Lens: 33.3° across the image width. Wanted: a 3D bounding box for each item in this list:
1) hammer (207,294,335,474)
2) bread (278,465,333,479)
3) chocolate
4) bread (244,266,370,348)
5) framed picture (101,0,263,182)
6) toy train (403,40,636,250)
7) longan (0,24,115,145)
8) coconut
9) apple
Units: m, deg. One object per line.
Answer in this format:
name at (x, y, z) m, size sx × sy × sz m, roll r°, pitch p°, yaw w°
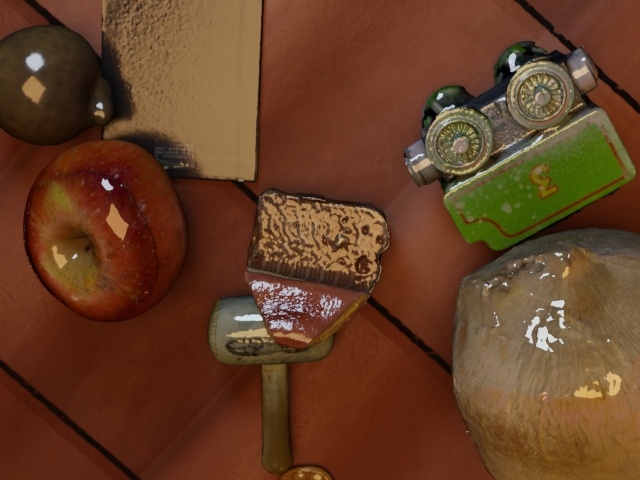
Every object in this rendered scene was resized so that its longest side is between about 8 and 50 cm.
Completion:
hammer at (-0.071, 0.234, 1.713) m, size 0.202 × 0.113 × 0.305 m, roll -2°, pitch 105°, yaw 8°
bread at (-0.023, 0.425, 1.778) m, size 0.110 × 0.024 × 0.110 m, roll 1°, pitch 100°, yaw 6°
chocolate at (0.000, 0.000, 1.665) m, size 0.214 × 0.093 × 0.148 m, roll 12°, pitch 102°, yaw 3°
bread at (-0.033, 0.108, 1.599) m, size 0.192 × 0.067 × 0.119 m, roll 13°, pitch 65°, yaw 8°
framed picture at (-0.218, -0.265, 1.677) m, size 0.255 × 0.014 × 0.338 m, roll 3°, pitch 100°, yaw 5°
toy train at (0.289, -0.137, 1.584) m, size 0.307 × 0.173 × 0.249 m, roll -29°, pitch 106°, yaw 9°
longan at (-0.408, -0.232, 1.625) m, size 0.204 × 0.159 × 0.185 m, roll 25°, pitch 94°, yaw -6°
coconut at (0.363, 0.148, 1.489) m, size 0.405 × 0.404 × 0.404 m, roll 1°, pitch 100°, yaw 5°
apple at (-0.323, -0.016, 1.633) m, size 0.252 × 0.206 × 0.272 m, roll -23°, pitch 99°, yaw 27°
